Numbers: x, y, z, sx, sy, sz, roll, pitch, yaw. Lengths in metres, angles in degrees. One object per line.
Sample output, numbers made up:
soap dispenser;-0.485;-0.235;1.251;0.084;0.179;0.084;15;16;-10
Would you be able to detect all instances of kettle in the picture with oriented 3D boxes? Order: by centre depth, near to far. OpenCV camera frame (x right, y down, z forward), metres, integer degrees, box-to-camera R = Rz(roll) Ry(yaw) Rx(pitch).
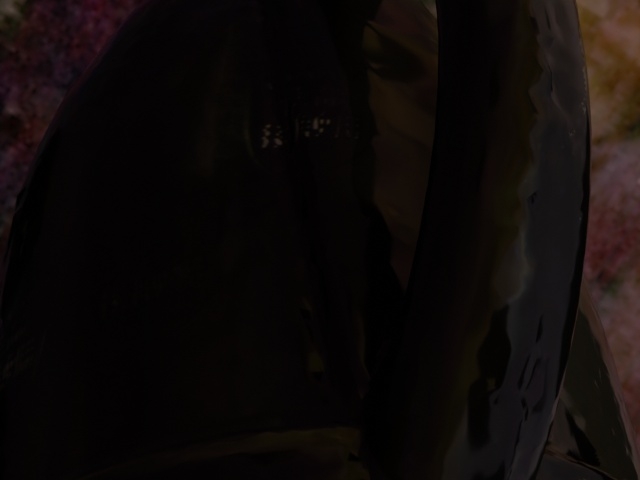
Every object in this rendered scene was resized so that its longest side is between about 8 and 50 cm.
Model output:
kettle;0.000;0.000;0.475;0.321;0.228;0.324;114;-22;-46
